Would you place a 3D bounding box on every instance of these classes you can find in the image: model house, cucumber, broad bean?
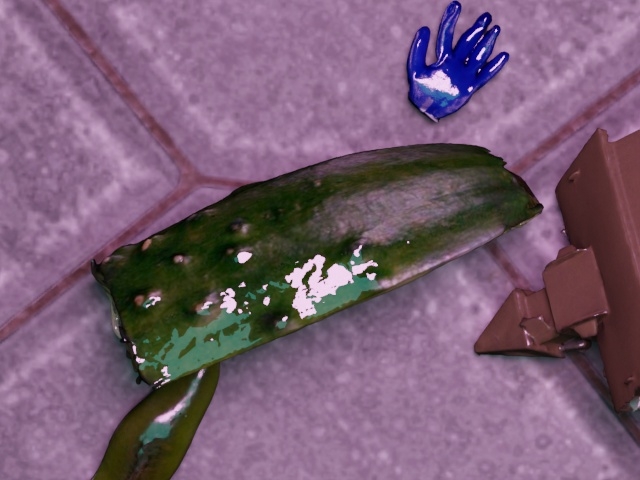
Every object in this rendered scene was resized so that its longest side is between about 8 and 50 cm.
[{"bbox_3d":[0.220,0.038,1.217,0.248,0.176,0.181,-27,63,35],"label":"model house"},{"bbox_3d":[0.000,-0.002,1.191,0.325,0.145,0.105,-20,94,-3],"label":"cucumber"},{"bbox_3d":[-0.155,0.202,1.271,0.060,0.043,0.297,24,100,-13],"label":"broad bean"}]

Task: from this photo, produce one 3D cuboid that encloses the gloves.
[{"bbox_3d":[0.095,-0.131,1.224,0.064,0.026,0.086,42,97,-7],"label":"gloves"}]
